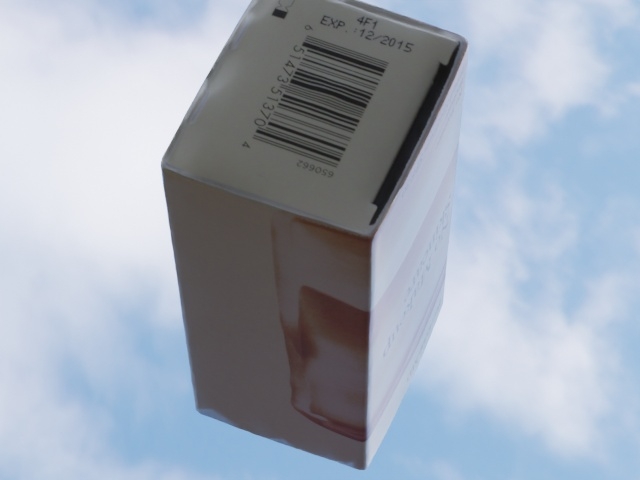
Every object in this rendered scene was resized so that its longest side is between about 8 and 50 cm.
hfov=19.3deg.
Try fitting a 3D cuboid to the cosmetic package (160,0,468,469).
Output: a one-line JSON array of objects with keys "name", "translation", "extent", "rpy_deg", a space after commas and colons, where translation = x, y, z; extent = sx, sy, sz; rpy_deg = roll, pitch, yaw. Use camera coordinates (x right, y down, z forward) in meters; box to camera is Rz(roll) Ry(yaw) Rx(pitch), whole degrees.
[{"name": "cosmetic package", "translation": [0.000, 0.000, 1.137], "extent": [0.129, 0.296, 0.153], "rpy_deg": [20, -118, 11]}]
